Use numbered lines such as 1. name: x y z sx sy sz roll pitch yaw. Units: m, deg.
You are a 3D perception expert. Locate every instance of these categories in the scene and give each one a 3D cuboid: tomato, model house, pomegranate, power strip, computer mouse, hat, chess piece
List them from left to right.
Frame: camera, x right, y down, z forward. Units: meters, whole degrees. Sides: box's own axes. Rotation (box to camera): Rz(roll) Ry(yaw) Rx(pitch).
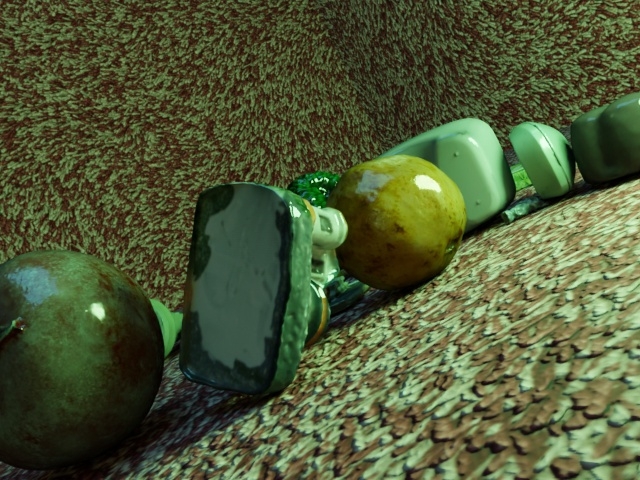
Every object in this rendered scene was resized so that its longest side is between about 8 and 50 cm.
1. tomato: -0.383 0.171 0.966 0.282 0.317 0.316 4 -17 -41
2. chess piece: -0.409 0.235 1.777 0.175 0.176 0.298 -24 -10 17
3. model house: -0.038 0.070 0.963 0.190 0.271 0.301 2 -4 32
4. power strip: -0.018 0.112 1.270 0.213 0.064 0.198 -26 1 16
5. hat: 0.000 0.000 1.766 0.242 0.274 0.332 -15 -32 -37
6. pomegranate: 0.121 -0.031 1.105 0.248 0.248 0.248 -25 3 2
7. computer mouse: 0.451 -0.169 1.327 0.097 0.159 0.288 -30 2 20

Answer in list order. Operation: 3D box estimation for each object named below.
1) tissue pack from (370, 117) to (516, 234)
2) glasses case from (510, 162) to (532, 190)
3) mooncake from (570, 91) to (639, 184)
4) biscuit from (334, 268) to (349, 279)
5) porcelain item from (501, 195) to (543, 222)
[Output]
1. tissue pack: 0.238 -0.112 1.418 0.333 0.229 0.236 -23 5 29
2. glasses case: 0.491 -0.158 1.717 0.272 0.062 0.095 -24 3 28
3. mooncake: 0.570 -0.194 1.189 0.245 0.133 0.245 -20 -1 -1
4. biscuit: 0.114 0.051 1.592 0.292 0.026 0.048 -27 -16 -23
5. porcelain item: 0.388 -0.060 1.270 0.083 0.028 0.036 -24 20 -6
